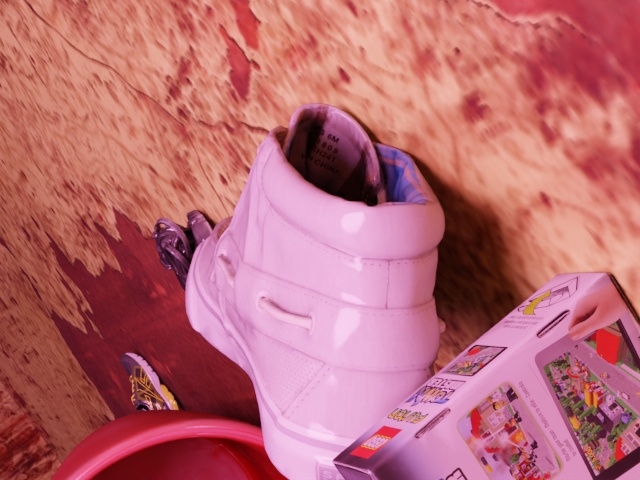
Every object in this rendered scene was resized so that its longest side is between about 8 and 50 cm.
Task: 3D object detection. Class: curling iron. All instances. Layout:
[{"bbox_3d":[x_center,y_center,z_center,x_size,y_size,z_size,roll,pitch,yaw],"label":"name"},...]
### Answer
[{"bbox_3d":[-0.029,0.094,0.902,0.274,0.035,0.068,60,165,-18],"label":"curling iron"}]

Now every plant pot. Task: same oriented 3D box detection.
[{"bbox_3d":[-0.108,0.247,1.066,0.275,0.275,0.243,57,172,-12],"label":"plant pot"}]

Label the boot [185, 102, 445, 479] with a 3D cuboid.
[{"bbox_3d":[0.000,0.000,0.605,0.258,0.095,0.123,-133,46,-66],"label":"boot"}]

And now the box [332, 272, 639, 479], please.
[{"bbox_3d":[0.107,0.127,0.498,0.207,0.114,0.036,57,162,-9],"label":"box"}]

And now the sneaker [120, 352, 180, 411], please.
[{"bbox_3d":[-0.169,0.142,1.334,0.083,0.035,0.031,45,160,23],"label":"sneaker"}]
